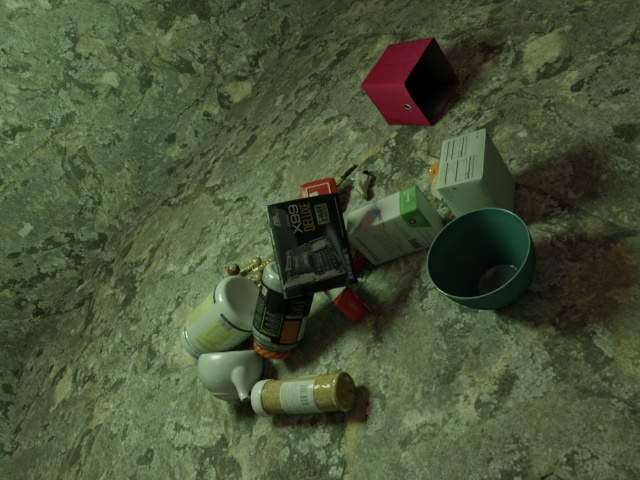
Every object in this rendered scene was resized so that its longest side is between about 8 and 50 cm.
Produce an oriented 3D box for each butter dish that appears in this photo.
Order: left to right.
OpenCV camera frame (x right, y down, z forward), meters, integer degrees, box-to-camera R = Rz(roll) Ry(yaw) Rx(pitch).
[{"bbox_3d":[0.004,-0.172,2.172,0.159,0.118,0.160,-13,74,4],"label":"butter dish"}]

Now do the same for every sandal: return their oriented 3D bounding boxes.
[{"bbox_3d":[0.425,-0.201,1.790,0.265,0.076,0.102,-113,33,-56],"label":"sandal"}]

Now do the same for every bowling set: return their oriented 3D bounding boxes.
[{"bbox_3d":[-0.273,0.148,2.090,0.154,0.200,0.287,-34,43,15],"label":"bowling set"}]

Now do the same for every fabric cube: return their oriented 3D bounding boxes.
[{"bbox_3d":[0.379,-0.662,2.127,0.258,0.254,0.259,18,71,50],"label":"fabric cube"}]

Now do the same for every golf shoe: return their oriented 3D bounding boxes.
[{"bbox_3d":[0.180,-0.242,2.101,0.086,0.069,0.176,-28,42,14],"label":"golf shoe"}]

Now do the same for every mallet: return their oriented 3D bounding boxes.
[{"bbox_3d":[0.090,-0.269,2.238,0.189,0.039,0.062,-38,37,5],"label":"mallet"}]

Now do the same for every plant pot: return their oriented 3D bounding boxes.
[{"bbox_3d":[0.474,0.081,1.417,0.290,0.195,0.290,-25,42,25],"label":"plant pot"}]

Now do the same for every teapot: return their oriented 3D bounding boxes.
[{"bbox_3d":[-0.326,0.498,1.824,0.252,0.256,0.187,-7,80,17],"label":"teapot"}]

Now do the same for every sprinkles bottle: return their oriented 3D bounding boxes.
[{"bbox_3d":[-0.060,0.500,1.622,0.355,0.121,0.121,-16,47,34],"label":"sprinkles bottle"}]

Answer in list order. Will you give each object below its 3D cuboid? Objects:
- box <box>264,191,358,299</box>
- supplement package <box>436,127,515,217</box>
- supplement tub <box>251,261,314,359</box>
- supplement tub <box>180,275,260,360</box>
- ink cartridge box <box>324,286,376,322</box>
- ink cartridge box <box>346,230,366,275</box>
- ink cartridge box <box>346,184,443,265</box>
[{"bbox_3d":[-0.032,0.016,1.631,0.076,0.242,0.308,146,113,-76],"label":"box"},{"bbox_3d":[0.493,-0.174,1.571,0.145,0.262,0.204,-13,49,37],"label":"supplement package"},{"bbox_3d":[-0.134,0.247,1.773,0.193,0.193,0.316,41,121,53],"label":"supplement tub"},{"bbox_3d":[-0.382,0.315,1.977,0.325,0.235,0.236,-42,35,30],"label":"supplement tub"},{"bbox_3d":[0.082,0.195,1.745,0.078,0.134,0.231,-46,37,0],"label":"ink cartridge box"},{"bbox_3d":[0.000,0.000,1.857,0.226,0.306,0.131,13,67,48],"label":"ink cartridge box"},{"bbox_3d":[0.256,-0.046,1.736,0.278,0.201,0.117,-22,43,30],"label":"ink cartridge box"}]
